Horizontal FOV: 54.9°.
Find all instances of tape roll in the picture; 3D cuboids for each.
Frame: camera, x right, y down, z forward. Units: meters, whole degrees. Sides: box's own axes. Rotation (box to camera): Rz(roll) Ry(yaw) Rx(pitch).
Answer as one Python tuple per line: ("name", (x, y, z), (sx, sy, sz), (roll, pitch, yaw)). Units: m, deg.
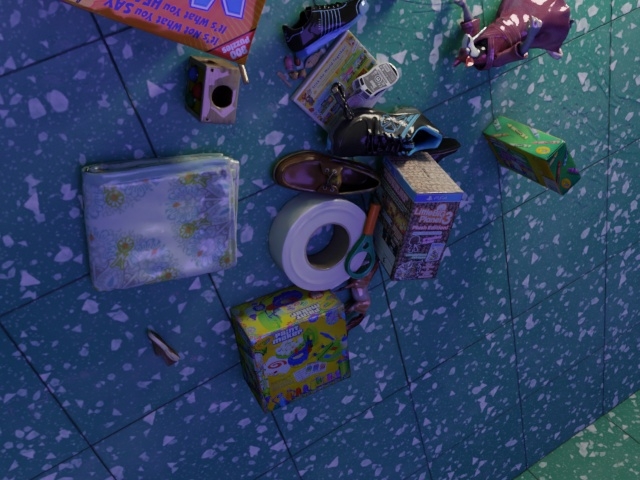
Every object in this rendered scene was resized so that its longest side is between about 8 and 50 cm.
("tape roll", (0.000, 0.000, 1.754), (0.286, 0.100, 0.286), (-14, 120, -25))

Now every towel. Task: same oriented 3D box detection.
("towel", (-0.380, -0.046, 1.515), (0.374, 0.090, 0.321), (-9, 118, -26))

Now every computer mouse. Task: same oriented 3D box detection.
("computer mouse", (0.121, -0.396, 1.605), (0.193, 0.042, 0.106), (-32, 88, -16))

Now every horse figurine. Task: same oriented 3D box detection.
("horse figurine", (0.101, 0.172, 1.925), (0.174, 0.066, 0.263), (-14, 119, -17))

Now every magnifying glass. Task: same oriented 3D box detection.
("magnifying glass", (0.129, 0.004, 1.752), (0.092, 0.026, 0.231), (1, 113, -31))

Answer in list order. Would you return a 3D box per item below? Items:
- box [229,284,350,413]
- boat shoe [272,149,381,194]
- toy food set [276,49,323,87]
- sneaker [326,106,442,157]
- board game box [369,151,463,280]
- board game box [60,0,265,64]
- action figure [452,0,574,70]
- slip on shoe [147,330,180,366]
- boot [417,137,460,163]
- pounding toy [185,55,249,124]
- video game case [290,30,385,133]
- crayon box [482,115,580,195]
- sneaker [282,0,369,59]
("box", (-0.084, 0.304, 1.815), (0.290, 0.177, 0.279), (-18, 123, -20))
("boat shoe", (0.024, -0.179, 1.666), (0.307, 0.104, 0.111), (-5, 113, -29))
("toy food set", (-0.051, -0.445, 1.540), (0.122, 0.019, 0.078), (-51, 128, 2))
("sneaker", (0.176, -0.285, 1.657), (0.340, 0.139, 0.125), (-17, 132, -27))
("board game box", (0.252, -0.070, 1.739), (0.141, 0.232, 0.291), (-3, 126, -19))
("board game box", (-0.298, -0.575, 1.114), (0.356, 0.356, 0.356), (11, 109, -33))
("action figure", (0.505, -0.576, 1.723), (0.370, 0.248, 0.276), (-37, 154, -10))
("slip on shoe", (-0.438, 0.298, 1.689), (0.041, 0.051, 0.135), (-40, 135, -9))
("boot", (0.324, -0.222, 1.850), (0.197, 0.077, 0.137), (-16, 127, -7))
("pounding toy", (-0.234, -0.369, 1.371), (0.094, 0.181, 0.206), (-2, 116, -29))
("video game case", (0.060, -0.400, 1.625), (0.206, 0.026, 0.227), (36, 95, -38))
("crayon box", (0.637, -0.262, 1.871), (0.081, 0.278, 0.165), (-44, 128, -1))
("sneaker", (0.013, -0.538, 1.489), (0.232, 0.081, 0.090), (-40, 120, -11))
